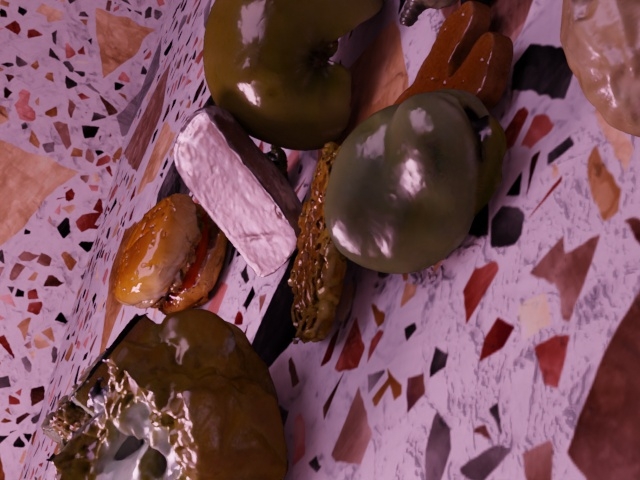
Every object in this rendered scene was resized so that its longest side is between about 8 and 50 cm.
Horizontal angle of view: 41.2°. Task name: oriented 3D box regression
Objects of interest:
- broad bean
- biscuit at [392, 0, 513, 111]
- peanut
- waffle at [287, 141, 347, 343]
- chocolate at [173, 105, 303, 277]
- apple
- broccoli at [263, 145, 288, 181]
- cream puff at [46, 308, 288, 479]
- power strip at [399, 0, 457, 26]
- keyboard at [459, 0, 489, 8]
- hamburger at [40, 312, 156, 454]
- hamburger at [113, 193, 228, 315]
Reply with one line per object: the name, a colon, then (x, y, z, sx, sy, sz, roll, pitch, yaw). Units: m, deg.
broad bean: (0.095, -0.058, 0.875, 0.228, 0.100, 0.169, -28, 84, 43)
biscuit: (0.122, -0.125, 0.983, 0.295, 0.044, 0.186, -57, 22, 31)
peanut: (0.250, -0.212, 0.664, 0.130, 0.130, 0.290, -37, 36, 52)
waffle: (0.002, 0.000, 1.072, 0.245, 0.052, 0.254, -114, 34, -74)
chocolate: (-0.107, -0.082, 1.272, 0.080, 0.254, 0.157, -34, -7, -38)
apple: (-0.055, -0.294, 1.279, 0.295, 0.233, 0.258, -67, 18, 7)
broccoli: (-0.110, -0.097, 1.389, 0.130, 0.120, 0.131, -46, 1, -37)
cream puff: (-0.160, 0.253, 1.104, 0.323, 0.270, 0.274, -55, -8, 29)
power strip: (0.189, -0.442, 1.040, 0.387, 0.092, 0.066, -64, 22, 11)
keyboard: (0.233, -0.348, 0.953, 0.231, 0.023, 0.072, -48, 24, 40)
hamburger: (-0.371, 0.295, 1.581, 0.168, 0.192, 0.288, -22, 25, 53)
hamburger: (-0.275, 0.026, 1.597, 0.244, 0.163, 0.244, -51, 27, 39)
